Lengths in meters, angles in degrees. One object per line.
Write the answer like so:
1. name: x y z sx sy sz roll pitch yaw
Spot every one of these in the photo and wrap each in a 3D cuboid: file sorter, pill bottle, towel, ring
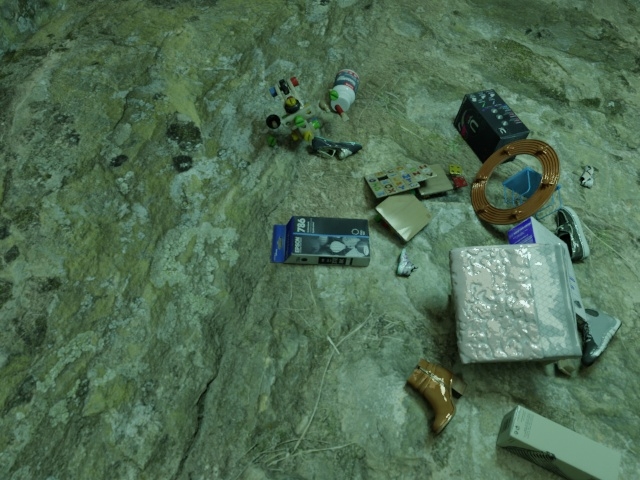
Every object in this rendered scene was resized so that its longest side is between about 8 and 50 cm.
1. file sorter: 0.768 -0.165 1.775 0.170 0.118 0.104 23 56 -20
2. pill bottle: 0.101 -0.637 2.096 0.108 0.108 0.180 12 55 4
3. towel: 0.533 0.171 1.365 0.317 0.053 0.331 -6 72 15
4. ring: 0.677 -0.213 1.735 0.032 0.337 0.336 27 47 -33

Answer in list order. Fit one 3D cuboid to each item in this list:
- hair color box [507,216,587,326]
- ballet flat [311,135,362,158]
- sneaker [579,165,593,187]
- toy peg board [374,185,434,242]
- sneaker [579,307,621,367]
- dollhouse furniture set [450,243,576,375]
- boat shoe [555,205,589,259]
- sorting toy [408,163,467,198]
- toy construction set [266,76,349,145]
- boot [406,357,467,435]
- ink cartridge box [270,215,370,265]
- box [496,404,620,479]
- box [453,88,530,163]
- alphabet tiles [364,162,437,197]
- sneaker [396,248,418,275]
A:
1. hair color box: 0.707 0.105 1.546 0.185 0.110 0.338 33 40 -17
2. ballet flat: 0.063 -0.357 1.925 0.203 0.074 0.074 9 54 -6
3. sneaker: 1.058 -0.259 1.948 0.044 0.040 0.109 14 54 7
4. toy peg board: 0.288 -0.083 1.751 0.161 0.079 0.160 -38 81 -27
5. sneaker: 0.826 0.288 1.525 0.132 0.086 0.229 38 50 26
6. dollhouse furniture set: 0.603 0.240 1.560 0.356 0.174 0.303 35 41 -15
7. boat shoe: 0.884 -0.031 1.749 0.070 0.077 0.219 -2 57 -7
8. sorting toy: 0.422 -0.223 1.865 0.275 0.046 0.132 -12 57 -12
9. toy construction set: -0.041 -0.464 1.847 0.309 0.257 0.237 -9 39 -12
10. boot: 0.310 0.436 1.379 0.152 0.072 0.197 30 46 14
11. ink cartridge box: 0.000 0.000 1.665 0.333 0.065 0.165 1 55 -3
12. box: 0.625 0.552 1.296 0.275 0.113 0.094 23 57 13
13. box: 0.684 -0.457 1.980 0.144 0.165 0.270 -15 57 -15
14. alphabet tiles: 0.296 -0.229 1.804 0.237 0.009 0.198 -16 31 -1
15. sneaker: 0.298 0.077 1.652 0.069 0.038 0.098 14 64 4
